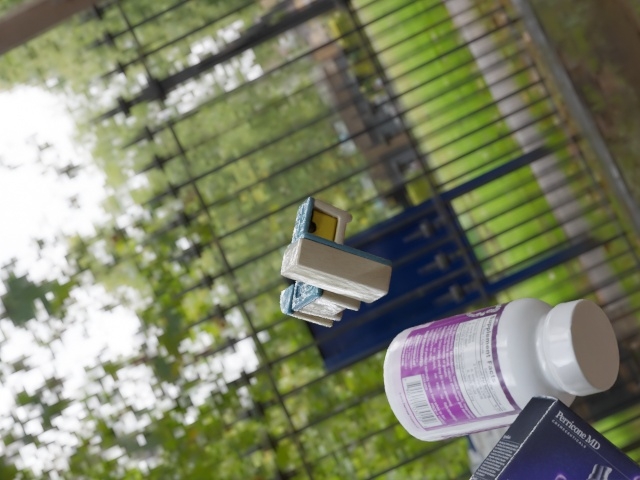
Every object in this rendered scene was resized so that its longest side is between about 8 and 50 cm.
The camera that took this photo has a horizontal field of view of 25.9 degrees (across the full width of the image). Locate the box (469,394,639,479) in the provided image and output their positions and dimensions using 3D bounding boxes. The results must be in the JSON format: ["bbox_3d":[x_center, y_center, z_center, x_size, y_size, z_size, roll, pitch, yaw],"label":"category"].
[{"bbox_3d":[0.273,0.315,1.713,0.153,0.207,0.108,38,172,-3],"label":"box"}]

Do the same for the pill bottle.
[{"bbox_3d":[0.250,0.173,1.925,0.169,0.301,0.169,23,-121,-45],"label":"pill bottle"}]

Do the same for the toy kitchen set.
[{"bbox_3d":[0.000,0.000,1.748,0.207,0.122,0.166,144,140,-61],"label":"toy kitchen set"}]
